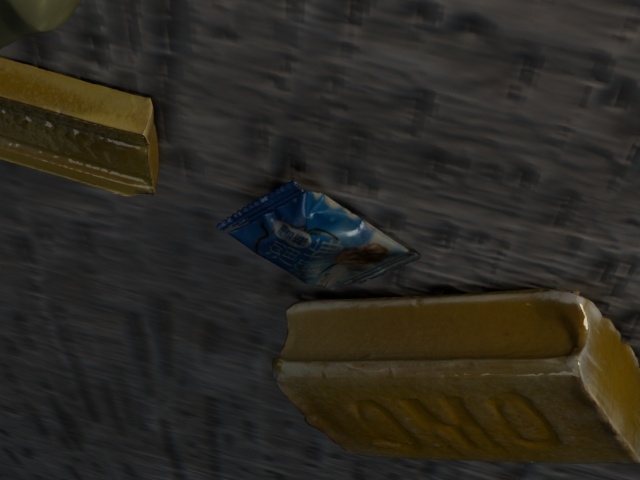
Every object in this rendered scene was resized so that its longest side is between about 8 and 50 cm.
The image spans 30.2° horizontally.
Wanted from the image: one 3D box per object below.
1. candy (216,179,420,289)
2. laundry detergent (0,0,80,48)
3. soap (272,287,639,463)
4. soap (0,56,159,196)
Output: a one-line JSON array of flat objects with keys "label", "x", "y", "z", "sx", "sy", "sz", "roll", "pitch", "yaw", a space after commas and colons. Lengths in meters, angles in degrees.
[{"label": "candy", "x": -0.001, "y": 0.000, "z": 0.902, "sx": 0.136, "sy": 0.038, "sz": 0.088, "roll": 29, "pitch": 136, "yaw": -35}, {"label": "laundry detergent", "x": -0.217, "y": -0.177, "z": 0.655, "sx": 0.253, "sy": 0.091, "sz": 0.181, "roll": -5, "pitch": 138, "yaw": 34}, {"label": "soap", "x": 0.117, "y": 0.117, "z": 0.985, "sx": 0.274, "sy": 0.089, "sz": 0.173, "roll": -6, "pitch": 143, "yaw": 33}, {"label": "soap", "x": -0.238, "y": -0.094, "z": 0.861, "sx": 0.252, "sy": 0.037, "sz": 0.092, "roll": 15, "pitch": 152, "yaw": 3}]
